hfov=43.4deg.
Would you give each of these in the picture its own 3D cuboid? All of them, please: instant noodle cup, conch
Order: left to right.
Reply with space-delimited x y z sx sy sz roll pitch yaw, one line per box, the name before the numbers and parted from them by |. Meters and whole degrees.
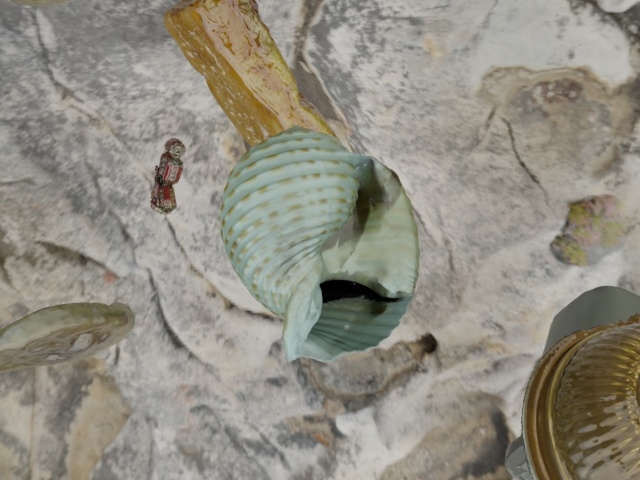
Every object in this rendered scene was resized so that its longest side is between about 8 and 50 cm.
conch | -0.002 -0.003 0.552 0.135 0.102 0.153 -4 98 -17
instant noodle cup | 0.317 0.165 0.682 0.274 0.274 0.091 5 145 -6

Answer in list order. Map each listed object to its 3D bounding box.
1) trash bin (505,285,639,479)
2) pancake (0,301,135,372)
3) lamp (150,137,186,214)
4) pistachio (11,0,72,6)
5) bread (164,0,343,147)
trash bin | 0.402 0.218 1.121 0.219 0.250 0.220 28 141 -6
pancake | -0.348 0.137 1.018 0.241 0.242 0.050 -20 76 0
lamp | -0.174 -0.076 0.917 0.031 0.063 0.083 15 102 -27
pistachio | -0.229 -0.341 0.774 0.288 0.197 0.166 -42 92 -12
bread | -0.066 -0.178 0.940 0.077 0.139 0.271 -46 117 -19
